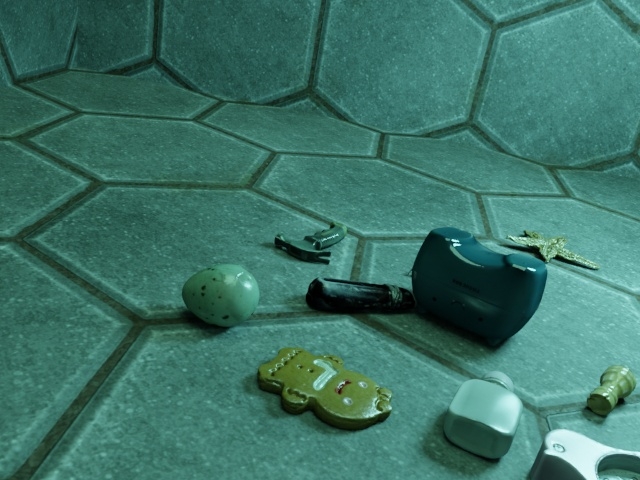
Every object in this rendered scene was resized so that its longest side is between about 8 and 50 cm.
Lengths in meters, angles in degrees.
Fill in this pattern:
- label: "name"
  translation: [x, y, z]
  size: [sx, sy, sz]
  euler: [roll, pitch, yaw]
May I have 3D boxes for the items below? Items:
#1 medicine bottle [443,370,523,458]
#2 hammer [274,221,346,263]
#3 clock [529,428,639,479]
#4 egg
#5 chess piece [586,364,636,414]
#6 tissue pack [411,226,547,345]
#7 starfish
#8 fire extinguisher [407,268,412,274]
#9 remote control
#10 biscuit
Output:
- label: "medicine bottle"
  translation: [0.299, 0.306, 1.160]
  size: [0.119, 0.070, 0.183]
  euler: [16, 25, 22]
- label: "hammer"
  translation: [0.000, 0.000, 1.758]
  size: [0.158, 0.041, 0.226]
  euler: [24, 27, 27]
- label: "clock"
  translation: [0.510, 0.395, 1.037]
  size: [0.290, 0.080, 0.275]
  euler: [-10, 31, -41]
- label: "egg"
  translation: [-0.205, 0.108, 1.318]
  size: [0.164, 0.131, 0.131]
  euler: [11, 23, 15]
- label: "chess piece"
  translation: [0.582, 0.304, 1.299]
  size: [0.066, 0.066, 0.122]
  euler: [29, 35, 36]
- label: "tissue pack"
  translation: [0.359, 0.105, 1.491]
  size: [0.287, 0.206, 0.198]
  euler: [24, 18, 25]
- label: "starfish"
  translation: [0.730, 0.015, 2.024]
  size: [0.294, 0.048, 0.231]
  euler: [17, 24, 12]
- label: "fire extinguisher"
  translation: [0.282, 0.080, 1.708]
  size: [0.100, 0.032, 0.046]
  euler: [14, 34, -8]
- label: "remote control"
  translation: [0.098, 0.121, 1.494]
  size: [0.265, 0.066, 0.090]
  euler: [3, 29, -16]
- label: "biscuit"
  translation: [0.010, 0.266, 1.172]
  size: [0.248, 0.035, 0.184]
  euler: [22, 26, 24]
